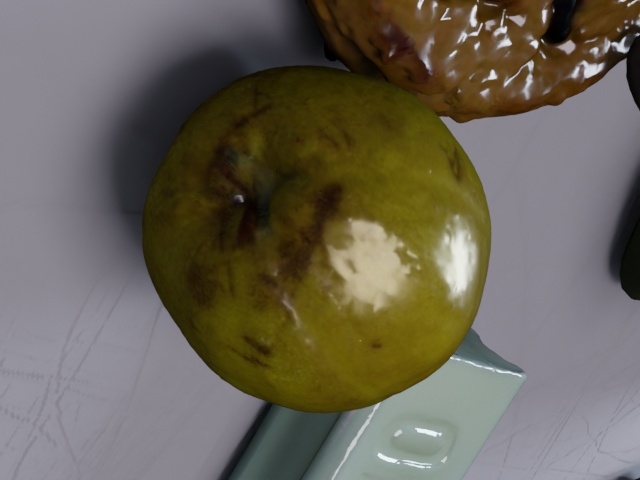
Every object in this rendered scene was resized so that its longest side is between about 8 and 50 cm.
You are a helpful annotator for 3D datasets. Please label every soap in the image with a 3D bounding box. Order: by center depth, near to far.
[{"bbox_3d":[0.016,0.132,0.805,0.119,0.066,0.198,18,107,-45],"label":"soap"}]

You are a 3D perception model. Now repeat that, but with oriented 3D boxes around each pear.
[{"bbox_3d":[0.000,0.000,0.630,0.149,0.149,0.162,-49,144,0],"label":"pear"}]

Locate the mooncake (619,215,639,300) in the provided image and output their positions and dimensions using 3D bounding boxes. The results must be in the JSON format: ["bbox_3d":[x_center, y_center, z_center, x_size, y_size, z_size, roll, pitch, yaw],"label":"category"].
[{"bbox_3d":[0.372,-0.008,0.922,0.351,0.187,0.351,-21,130,-27],"label":"mooncake"}]

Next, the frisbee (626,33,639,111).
[{"bbox_3d":[0.250,-0.131,0.725,0.211,0.012,0.187,2,92,-17],"label":"frisbee"}]

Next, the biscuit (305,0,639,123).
[{"bbox_3d":[0.110,-0.184,0.640,0.296,0.075,0.296,-25,135,-28],"label":"biscuit"}]

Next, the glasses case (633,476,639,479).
[{"bbox_3d":[0.143,0.285,1.027,0.323,0.074,0.131,-24,132,-26],"label":"glasses case"}]
